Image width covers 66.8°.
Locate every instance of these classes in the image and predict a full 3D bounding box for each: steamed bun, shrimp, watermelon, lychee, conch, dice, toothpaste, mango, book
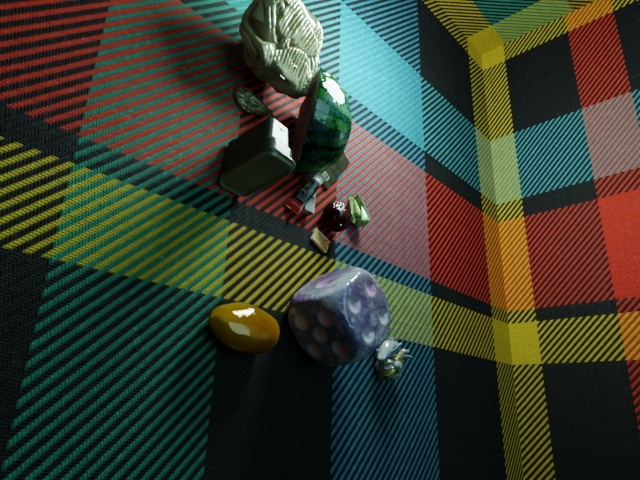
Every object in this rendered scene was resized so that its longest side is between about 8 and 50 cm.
[{"bbox_3d":[-0.171,-0.720,1.811,0.347,0.237,0.394,-31,123,-37],"label":"steamed bun"},{"bbox_3d":[-0.245,-0.504,1.813,0.184,0.043,0.091,26,66,-34],"label":"shrimp"},{"bbox_3d":[0.028,-0.447,1.902,0.222,0.292,0.319,18,47,-22],"label":"watermelon"},{"bbox_3d":[0.065,-0.101,1.977,0.123,0.123,0.129,42,41,-33],"label":"lychee"},{"bbox_3d":[0.157,-0.133,2.131,0.106,0.079,0.170,15,52,-52],"label":"conch"},{"bbox_3d":[0.071,0.268,1.742,0.270,0.270,0.271,-37,106,-48],"label":"dice"},{"bbox_3d":[-0.055,-0.182,1.871,0.071,0.045,0.193,39,67,8],"label":"toothpaste"},{"bbox_3d":[-0.238,0.271,1.502,0.252,0.126,0.153,29,46,-39],"label":"mango"},{"bbox_3d":[0.040,-0.343,2.095,0.160,0.024,0.228,58,43,-20],"label":"book"}]

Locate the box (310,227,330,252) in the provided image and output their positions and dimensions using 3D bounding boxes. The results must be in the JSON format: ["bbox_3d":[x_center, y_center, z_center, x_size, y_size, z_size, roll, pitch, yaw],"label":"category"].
[{"bbox_3d":[0.000,0.000,1.945,0.093,0.015,0.058,46,46,-29],"label":"box"}]

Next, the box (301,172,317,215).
[{"bbox_3d":[-0.047,-0.207,1.940,0.055,0.040,0.218,24,60,-40],"label":"box"}]

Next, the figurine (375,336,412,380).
[{"bbox_3d":[0.303,0.500,2.051,0.208,0.128,0.183,20,66,-49],"label":"figurine"}]

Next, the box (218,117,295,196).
[{"bbox_3d":[-0.210,-0.280,1.607,0.138,0.274,0.178,30,50,-41],"label":"box"}]
